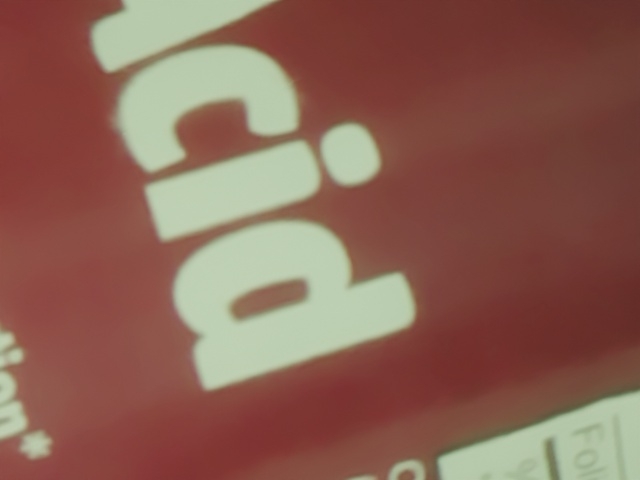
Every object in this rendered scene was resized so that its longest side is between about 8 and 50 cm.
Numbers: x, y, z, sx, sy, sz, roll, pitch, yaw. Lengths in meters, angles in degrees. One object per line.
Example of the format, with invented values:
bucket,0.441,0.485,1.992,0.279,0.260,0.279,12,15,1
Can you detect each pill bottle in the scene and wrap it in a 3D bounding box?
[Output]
pill bottle,0.000,0.000,0.448,0.224,0.392,0.224,163,90,-80
